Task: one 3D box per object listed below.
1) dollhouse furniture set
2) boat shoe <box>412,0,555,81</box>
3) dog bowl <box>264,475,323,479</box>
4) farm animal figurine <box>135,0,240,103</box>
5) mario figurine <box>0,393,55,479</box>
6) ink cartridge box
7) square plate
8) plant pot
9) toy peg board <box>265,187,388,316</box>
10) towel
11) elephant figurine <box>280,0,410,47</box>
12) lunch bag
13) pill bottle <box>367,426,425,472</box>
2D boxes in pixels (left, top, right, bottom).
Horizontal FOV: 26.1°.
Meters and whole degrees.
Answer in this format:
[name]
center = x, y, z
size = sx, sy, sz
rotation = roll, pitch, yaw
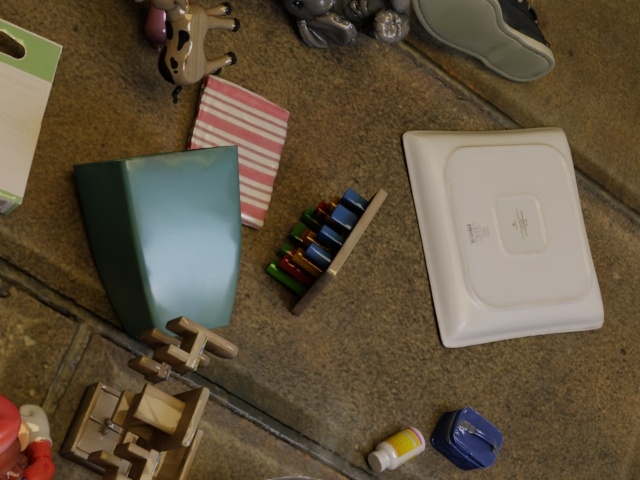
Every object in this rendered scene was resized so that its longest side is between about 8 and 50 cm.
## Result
[dollhouse furniture set]
center = -0.190, 0.240, 1.696
size = 0.161, 0.242, 0.212
rotation = 31, 62, -22
[boat shoe]
center = 0.259, -0.374, 2.211
size = 0.340, 0.127, 0.113
rotation = 23, 53, -40
[dog bowl]
center = -0.047, 0.475, 1.736
size = 0.349, 0.102, 0.349
rotation = 11, 70, -32
[farm animal figurine]
center = -0.206, -0.395, 1.824
size = 0.172, 0.327, 0.330
rotation = -15, 67, -47
[mario figurine]
center = -0.389, 0.316, 1.645
size = 0.170, 0.198, 0.320
rotation = -22, 98, 6
[ink cartridge box]
center = -0.440, -0.172, 1.764
size = 0.171, 0.056, 0.235
rotation = 22, 63, -27
[square plate]
center = 0.307, -0.017, 2.208
size = 0.344, 0.049, 0.347
rotation = -4, 79, -34
[plant pot]
center = -0.201, 0.003, 1.804
size = 0.165, 0.165, 0.234
rotation = -11, 97, -31
[toy peg board]
center = 0.000, 0.000, 1.947
size = 0.079, 0.160, 0.161
rotation = 35, 59, -3
[towel]
center = -0.126, -0.126, 1.973
size = 0.144, 0.029, 0.197
rotation = 22, 68, -26
[elephant figurine]
center = 0.014, -0.370, 2.064
size = 0.239, 0.186, 0.169
rotation = -1, 38, 4
[lunch bag]
center = 0.223, 0.298, 2.056
size = 0.098, 0.065, 0.067
rotation = 38, 60, -18
[pill bottle]
center = 0.108, 0.303, 1.993
size = 0.083, 0.043, 0.043
rotation = -23, 90, -36
